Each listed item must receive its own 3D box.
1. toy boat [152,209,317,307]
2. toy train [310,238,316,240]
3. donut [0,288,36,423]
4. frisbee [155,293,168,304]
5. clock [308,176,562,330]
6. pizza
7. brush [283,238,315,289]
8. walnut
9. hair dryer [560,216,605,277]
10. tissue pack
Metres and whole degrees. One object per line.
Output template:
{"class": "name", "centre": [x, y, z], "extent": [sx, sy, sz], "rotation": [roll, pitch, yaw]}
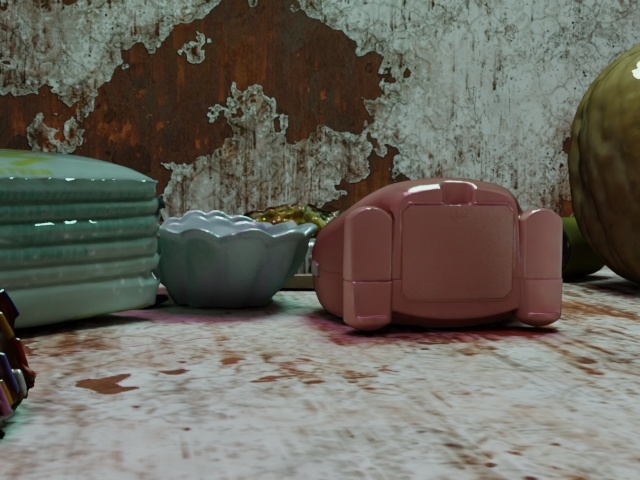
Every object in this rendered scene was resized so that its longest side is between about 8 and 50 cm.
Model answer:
{"class": "toy boat", "centre": [-0.114, 0.019, 1.048], "extent": [0.199, 0.100, 0.290], "rotation": [0, 5, -18]}
{"class": "toy train", "centre": [0.051, 0.024, 1.256], "extent": [0.147, 0.038, 0.071], "rotation": [-3, -37, 16]}
{"class": "donut", "centre": [-0.275, 0.060, 0.511], "extent": [0.235, 0.089, 0.235], "rotation": [0, 2, 0]}
{"class": "frisbee", "centre": [-0.267, 0.059, 1.069], "extent": [0.210, 0.012, 0.187], "rotation": [0, 5, 2]}
{"class": "clock", "centre": [0.102, 0.011, 0.954], "extent": [0.227, 0.142, 0.241], "rotation": [0, 0, -12]}
{"class": "pizza", "centre": [0.000, 0.000, 1.468], "extent": [0.305, 0.086, 0.161], "rotation": [1, -19, -28]}
{"class": "brush", "centre": [0.047, 0.032, 1.184], "extent": [0.327, 0.065, 0.070], "rotation": [2, 1, -3]}
{"class": "walnut", "centre": [0.474, -0.105, 1.207], "extent": [0.306, 0.344, 0.306], "rotation": [-12, -5, -1]}
{"class": "hair dryer", "centre": [0.291, 0.013, 1.415], "extent": [0.135, 0.090, 0.278], "rotation": [-4, 0, -45]}
{"class": "tissue pack", "centre": [-0.379, -0.007, 0.836], "extent": [0.287, 0.162, 0.388], "rotation": [10, 9, 37]}
